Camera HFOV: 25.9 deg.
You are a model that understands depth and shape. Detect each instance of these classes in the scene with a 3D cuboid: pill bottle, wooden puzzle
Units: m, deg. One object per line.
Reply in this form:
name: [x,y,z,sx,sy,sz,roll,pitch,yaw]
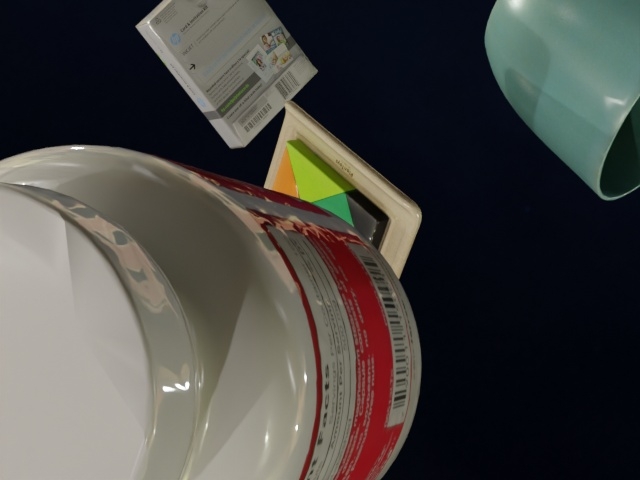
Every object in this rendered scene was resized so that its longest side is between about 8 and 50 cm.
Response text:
pill bottle: [-0.092,0.071,0.735,0.229,0.229,0.407,41,-173,14]
wooden puzzle: [0.000,0.000,1.509,0.044,0.239,0.221,-16,-135,-38]

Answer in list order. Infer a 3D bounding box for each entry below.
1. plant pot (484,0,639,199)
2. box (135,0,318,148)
plant pot: [0.342,-0.233,1.678,0.235,0.293,0.293,41,-139,23]
box: [-0.107,-0.225,1.639,0.145,0.038,0.186,-49,-65,-25]
